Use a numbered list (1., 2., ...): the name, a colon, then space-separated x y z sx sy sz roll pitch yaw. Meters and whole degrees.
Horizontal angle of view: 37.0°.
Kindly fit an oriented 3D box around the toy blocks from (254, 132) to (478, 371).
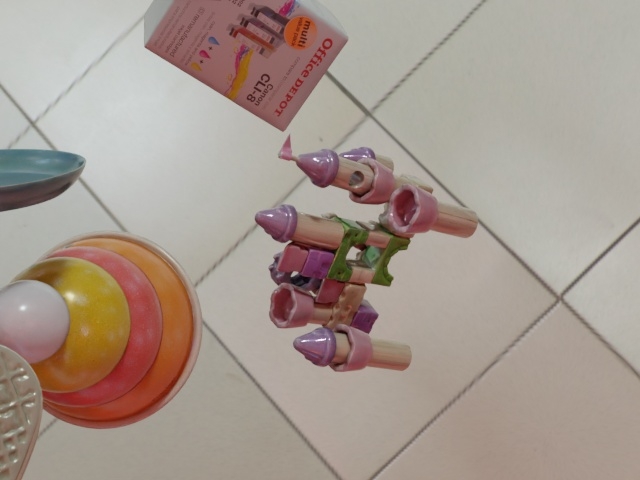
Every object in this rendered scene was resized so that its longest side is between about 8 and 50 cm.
1. toy blocks: 0.000 0.000 1.361 0.309 0.260 0.289 44 117 51

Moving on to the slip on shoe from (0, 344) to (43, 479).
1. slip on shoe: -0.272 0.216 0.573 0.123 0.101 0.331 30 66 -20

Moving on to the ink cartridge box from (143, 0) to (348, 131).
1. ink cartridge box: -0.081 -0.227 1.018 0.176 0.127 0.128 29 108 -23

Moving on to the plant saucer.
1. plant saucer: -0.482 -0.080 1.312 0.317 0.317 0.044 1 106 14

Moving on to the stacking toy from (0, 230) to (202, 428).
1. stacking toy: -0.390 0.126 1.501 0.350 0.480 0.351 0 81 2
